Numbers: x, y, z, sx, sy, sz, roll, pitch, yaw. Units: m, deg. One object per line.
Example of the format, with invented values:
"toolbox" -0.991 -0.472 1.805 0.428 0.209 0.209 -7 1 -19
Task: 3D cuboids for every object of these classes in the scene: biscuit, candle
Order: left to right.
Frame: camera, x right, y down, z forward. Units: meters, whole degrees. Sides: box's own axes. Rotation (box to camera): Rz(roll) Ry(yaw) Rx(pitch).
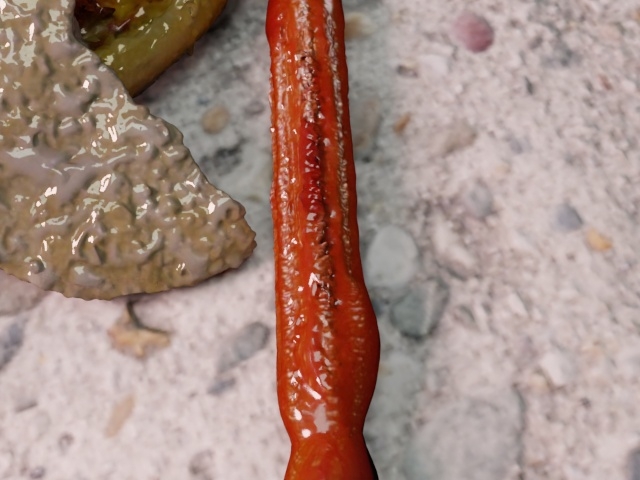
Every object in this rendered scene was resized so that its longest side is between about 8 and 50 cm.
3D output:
"biscuit" -0.150 -0.058 0.511 0.133 0.032 0.250 -37 103 -8
"candle" 0.000 0.000 0.532 0.051 0.048 0.329 17 60 -37

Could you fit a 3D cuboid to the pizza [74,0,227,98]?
"pizza" -0.190 -0.116 0.566 0.306 0.085 0.161 -25 67 -11
